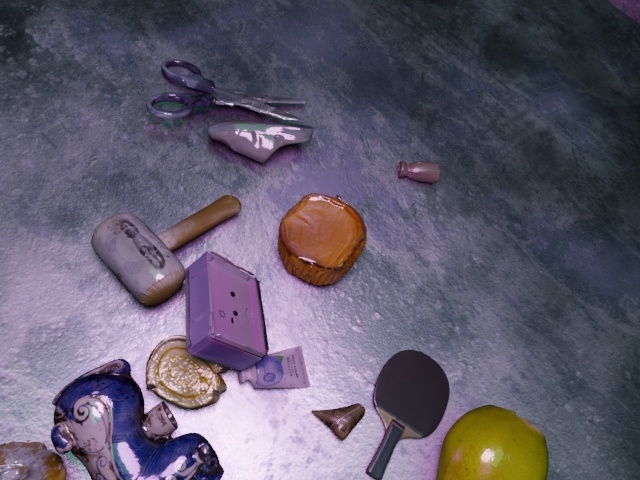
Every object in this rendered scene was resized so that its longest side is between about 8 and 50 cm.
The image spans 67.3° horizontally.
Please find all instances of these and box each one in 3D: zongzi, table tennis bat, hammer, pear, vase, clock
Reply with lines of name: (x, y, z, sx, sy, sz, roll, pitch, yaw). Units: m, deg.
zongzi: (0.036, 0.333, 0.935, 0.083, 0.040, 0.076, 33, 52, 25)
table tennis bat: (0.166, 0.345, 0.964, 0.154, 0.021, 0.274, 33, 59, 5)
hammer: (-0.292, -0.015, 0.998, 0.202, 0.113, 0.305, 47, 58, 9)
pear: (0.304, 0.419, 0.876, 0.187, 0.187, 0.220, 34, 74, 5)
vase: (0.251, -0.178, 1.235, 0.100, 0.053, 0.053, 5, 62, -5)
clock: (-0.178, 0.130, 0.896, 0.144, 0.073, 0.193, 35, 29, -41)

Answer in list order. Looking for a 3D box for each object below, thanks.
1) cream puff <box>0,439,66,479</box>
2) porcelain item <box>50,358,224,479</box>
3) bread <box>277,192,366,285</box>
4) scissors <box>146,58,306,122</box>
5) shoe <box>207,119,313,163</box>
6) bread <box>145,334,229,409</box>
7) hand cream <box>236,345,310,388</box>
cream puff: (-0.476, 0.395, 0.738, 0.121, 0.156, 0.156, 32, 49, -46)
porcelain item: (-0.301, 0.330, 0.787, 0.186, 0.138, 0.288, -33, 77, -19)
bread: (0.001, 0.001, 1.055, 0.199, 0.104, 0.199, 5, 58, -9)
scissors: (-0.220, -0.360, 1.204, 0.383, 0.029, 0.256, 6, 46, -12)
shoe: (-0.143, -0.236, 1.154, 0.250, 0.103, 0.100, -1, 99, -2)
bread: (-0.246, 0.247, 0.891, 0.156, 0.064, 0.118, 30, 65, 1)
hand cream: (-0.091, 0.253, 0.937, 0.142, 0.053, 0.084, -2, 63, -25)
